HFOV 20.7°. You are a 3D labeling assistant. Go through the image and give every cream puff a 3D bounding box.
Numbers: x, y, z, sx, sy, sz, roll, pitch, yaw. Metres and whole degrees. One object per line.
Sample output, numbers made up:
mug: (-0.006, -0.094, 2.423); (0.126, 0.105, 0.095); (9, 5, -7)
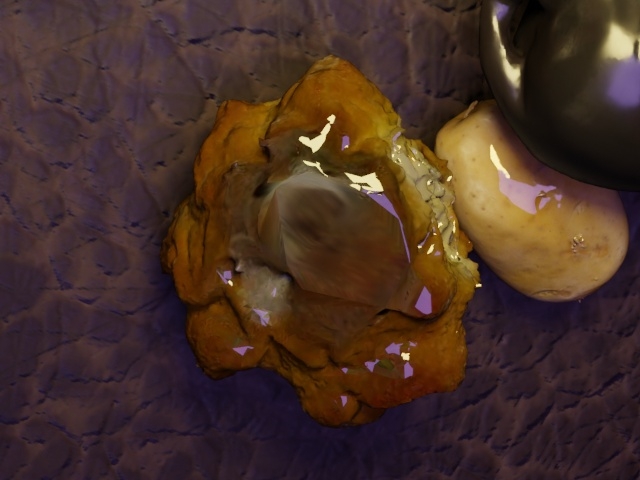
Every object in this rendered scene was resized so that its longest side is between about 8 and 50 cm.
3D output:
cream puff: (0.000, 0.000, 1.269); (0.241, 0.155, 0.269); (10, 99, 8)

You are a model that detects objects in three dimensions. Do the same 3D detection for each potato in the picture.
potato: (0.163, -0.030, 1.336); (0.118, 0.109, 0.178); (-46, 109, -18)

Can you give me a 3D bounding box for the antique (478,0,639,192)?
antique: (0.265, -0.148, 1.255); (0.322, 0.185, 0.255); (1, 80, -13)
